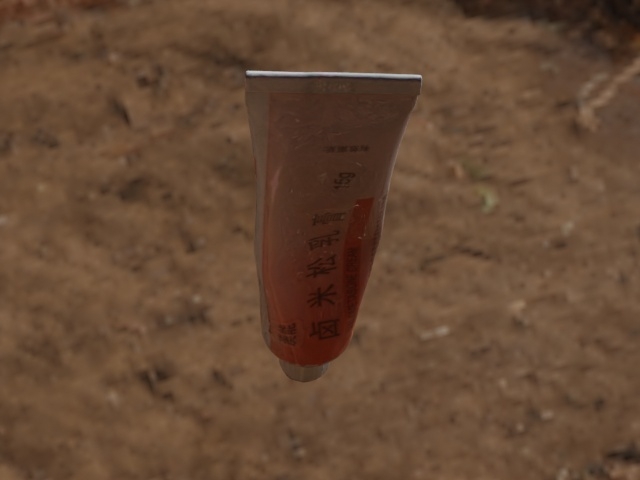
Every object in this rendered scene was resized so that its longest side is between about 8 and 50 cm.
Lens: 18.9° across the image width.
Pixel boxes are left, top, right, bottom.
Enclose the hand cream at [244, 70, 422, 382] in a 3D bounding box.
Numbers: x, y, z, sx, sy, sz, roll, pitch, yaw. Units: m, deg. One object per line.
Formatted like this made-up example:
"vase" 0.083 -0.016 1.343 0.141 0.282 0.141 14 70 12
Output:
"hand cream" 0.001 -0.001 0.732 0.052 0.216 0.038 -26 66 -16
